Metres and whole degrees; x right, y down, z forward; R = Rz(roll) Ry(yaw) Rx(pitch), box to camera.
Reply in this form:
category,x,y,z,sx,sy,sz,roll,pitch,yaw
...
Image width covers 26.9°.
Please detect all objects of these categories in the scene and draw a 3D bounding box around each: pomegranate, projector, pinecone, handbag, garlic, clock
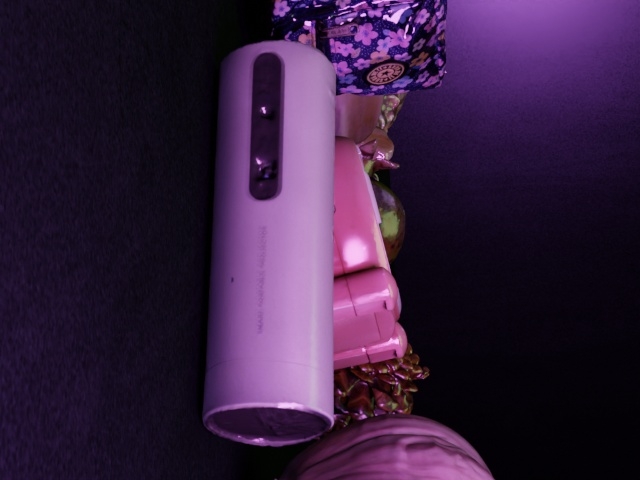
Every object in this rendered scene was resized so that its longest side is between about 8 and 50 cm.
category,x,y,z,sx,sy,sz,roll,pitch,yaw
pomegranate,0.040,-0.031,1.638,0.169,0.149,0.148,-58,154,-35
projector,-0.039,-0.002,1.127,0.108,0.108,0.337,74,15,-64
pinecone,0.040,0.173,1.630,0.173,0.174,0.173,-2,90,-84
handbag,0.029,-0.224,1.405,0.228,0.208,0.126,82,-6,-68
garlic,0.046,-0.276,1.936,0.279,0.132,0.325,-93,-179,-59
clock,0.000,0.000,1.429,0.227,0.142,0.241,73,6,-69
garlic,0.046,0.302,1.194,0.317,0.259,0.317,-53,-159,31

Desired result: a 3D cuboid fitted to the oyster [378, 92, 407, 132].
category,x,y,z,sx,sy,sz,roll,pitch,yaw
oyster,0.078,-0.191,2.188,0.351,0.115,0.237,-59,149,-49

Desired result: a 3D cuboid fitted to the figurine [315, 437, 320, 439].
category,x,y,z,sx,sy,sz,roll,pitch,yaw
figurine,0.016,0.187,1.751,0.101,0.068,0.143,-34,125,-51
